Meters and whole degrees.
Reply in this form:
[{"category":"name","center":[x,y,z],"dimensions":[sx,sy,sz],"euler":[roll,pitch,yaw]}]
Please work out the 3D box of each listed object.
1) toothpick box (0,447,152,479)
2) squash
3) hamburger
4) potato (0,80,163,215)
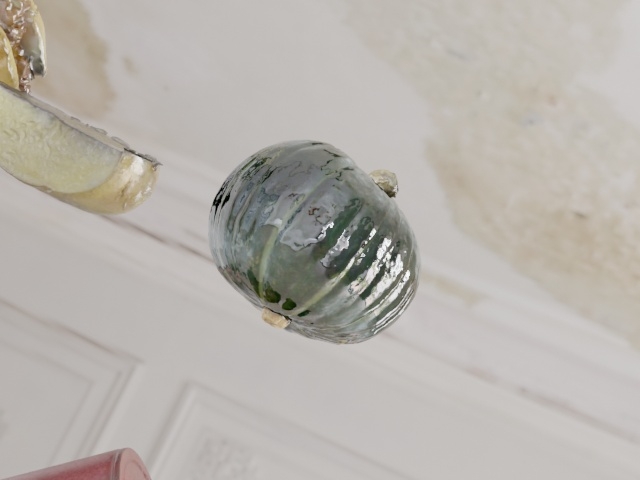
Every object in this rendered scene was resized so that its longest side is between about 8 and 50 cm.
[{"category":"toothpick box","center":[-0.324,0.340,1.609],"dimensions":[0.333,0.204,0.204],"euler":[-14,-27,4]},{"category":"squash","center":[-0.005,0.003,1.536],"dimensions":[0.218,0.172,0.218],"euler":[18,-20,7]},{"category":"hamburger","center":[-0.480,-0.269,2.022],"dimensions":[0.245,0.155,0.282],"euler":[-31,-66,17]},{"category":"potato","center":[-0.296,-0.098,1.955],"dimensions":[0.243,0.098,0.138],"euler":[29,4,26]}]
